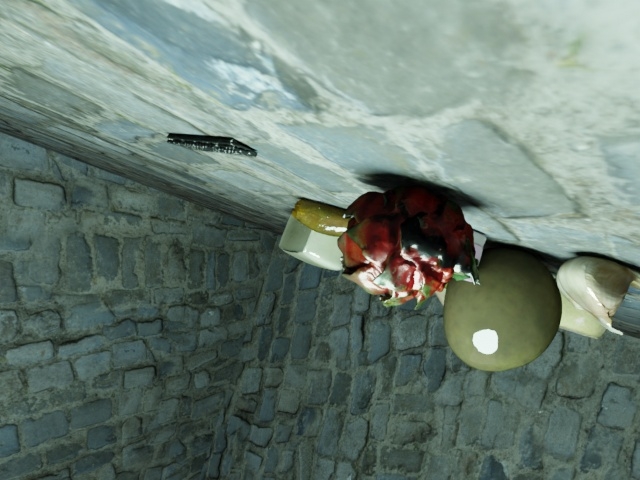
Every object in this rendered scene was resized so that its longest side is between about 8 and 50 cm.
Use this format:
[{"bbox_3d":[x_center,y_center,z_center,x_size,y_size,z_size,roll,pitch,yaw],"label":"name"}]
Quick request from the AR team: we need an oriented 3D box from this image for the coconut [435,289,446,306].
[{"bbox_3d":[0.409,0.133,1.344,0.183,0.170,0.171,14,176,15],"label":"coconut"}]

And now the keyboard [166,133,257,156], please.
[{"bbox_3d":[-0.184,-0.157,0.775,0.196,0.018,0.060,15,179,43],"label":"keyboard"}]

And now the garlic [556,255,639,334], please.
[{"bbox_3d":[0.439,0.076,0.750,0.124,0.099,0.174,32,-178,15],"label":"garlic"}]

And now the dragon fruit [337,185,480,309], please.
[{"bbox_3d":[0.111,0.007,0.647,0.189,0.182,0.182,-28,156,22],"label":"dragon fruit"}]

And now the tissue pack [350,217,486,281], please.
[{"bbox_3d":[0.169,0.001,0.905,0.149,0.092,0.246,20,177,-26],"label":"tissue pack"}]

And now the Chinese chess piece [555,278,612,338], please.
[{"bbox_3d":[0.583,0.154,1.181,0.270,0.112,0.270,19,178,1],"label":"Chinese chess piece"}]

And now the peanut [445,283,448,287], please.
[{"bbox_3d":[0.327,0.070,1.159,0.237,0.120,0.110,13,-146,-34],"label":"peanut"}]

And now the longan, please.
[{"bbox_3d":[0.338,0.131,0.893,0.215,0.246,0.246,38,-175,20],"label":"longan"}]

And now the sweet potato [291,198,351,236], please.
[{"bbox_3d":[0.040,-0.040,1.083,0.244,0.077,0.077,18,177,18],"label":"sweet potato"}]

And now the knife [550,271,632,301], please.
[{"bbox_3d":[0.536,0.085,1.047,0.298,0.017,0.047,17,-177,20],"label":"knife"}]

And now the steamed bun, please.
[{"bbox_3d":[0.000,0.000,1.336,0.164,0.146,0.242,22,174,-22],"label":"steamed bun"}]
